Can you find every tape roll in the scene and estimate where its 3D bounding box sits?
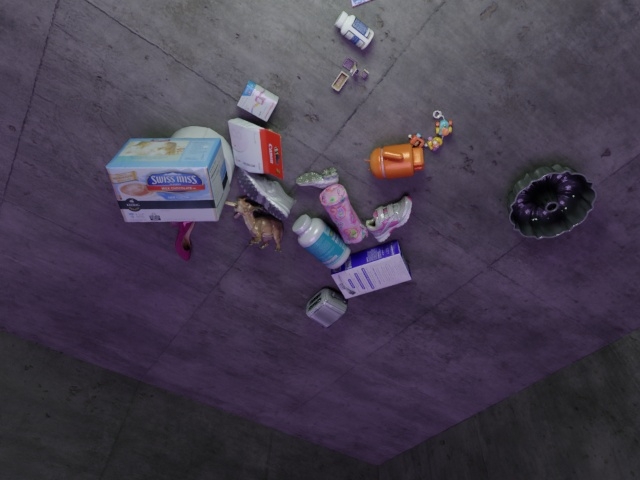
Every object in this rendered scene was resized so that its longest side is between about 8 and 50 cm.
[{"bbox_3d":[-0.482,-0.301,1.677,0.286,0.100,0.286,1,129,1],"label":"tape roll"}]

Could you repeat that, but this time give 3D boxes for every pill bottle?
[{"bbox_3d":[0.107,-0.679,1.371,0.120,0.067,0.067,29,124,-21],"label":"pill bottle"},{"bbox_3d":[0.000,0.000,1.877,0.146,0.146,0.264,-35,121,26],"label":"pill bottle"}]

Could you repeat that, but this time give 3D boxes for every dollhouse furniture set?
[{"bbox_3d":[0.099,-0.550,1.467,0.091,0.081,0.114,28,125,-20],"label":"dollhouse furniture set"}]

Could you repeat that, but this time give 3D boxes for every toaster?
[{"bbox_3d":[0.026,0.346,2.175,0.146,0.129,0.227,33,125,-18],"label":"toaster"}]

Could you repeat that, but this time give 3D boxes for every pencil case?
[{"bbox_3d":[0.102,-0.104,1.783,0.124,0.124,0.284,-19,134,17],"label":"pencil case"}]

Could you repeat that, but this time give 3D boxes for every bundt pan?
[{"bbox_3d":[0.918,-0.168,1.727,0.331,0.124,0.331,1,129,1],"label":"bundt pan"}]

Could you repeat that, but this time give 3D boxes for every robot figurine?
[{"bbox_3d":[0.283,-0.302,1.627,0.219,0.158,0.128,-5,116,15],"label":"robot figurine"}]

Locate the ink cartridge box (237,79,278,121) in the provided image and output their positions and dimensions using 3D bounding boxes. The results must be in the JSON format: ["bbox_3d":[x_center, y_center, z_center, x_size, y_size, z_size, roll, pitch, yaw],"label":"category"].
[{"bbox_3d":[-0.224,-0.502,1.535,0.122,0.052,0.088,25,126,-19],"label":"ink cartridge box"}]

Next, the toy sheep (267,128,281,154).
[{"bbox_3d":[-0.194,-0.361,1.629,0.091,0.091,0.132,0,111,2],"label":"toy sheep"}]

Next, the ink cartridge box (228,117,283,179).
[{"bbox_3d":[-0.242,-0.336,1.587,0.066,0.232,0.189,-31,138,-32],"label":"ink cartridge box"}]

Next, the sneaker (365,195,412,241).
[{"bbox_3d":[0.287,-0.101,1.815,0.111,0.103,0.252,27,124,-21],"label":"sneaker"}]

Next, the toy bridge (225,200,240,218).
[{"bbox_3d":[-0.355,-0.124,1.864,0.188,0.026,0.063,37,119,-25],"label":"toy bridge"}]

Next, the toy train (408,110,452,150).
[{"bbox_3d":[0.418,-0.398,1.604,0.125,0.046,0.166,28,125,-20],"label":"toy train"}]

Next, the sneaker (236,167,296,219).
[{"bbox_3d":[-0.224,-0.210,1.754,0.281,0.115,0.105,44,148,-11],"label":"sneaker"}]

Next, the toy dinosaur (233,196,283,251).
[{"bbox_3d":[-0.238,-0.065,1.857,0.127,0.200,0.296,3,167,42],"label":"toy dinosaur"}]

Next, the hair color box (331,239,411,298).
[{"bbox_3d":[0.237,0.141,2.012,0.339,0.110,0.185,-20,127,15],"label":"hair color box"}]

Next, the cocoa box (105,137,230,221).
[{"bbox_3d":[-0.529,-0.221,1.529,0.347,0.231,0.228,0,129,1],"label":"cocoa box"}]

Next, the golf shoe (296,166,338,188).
[{"bbox_3d":[-0.010,-0.236,1.740,0.176,0.069,0.086,-8,134,10],"label":"golf shoe"}]

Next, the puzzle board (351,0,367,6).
[{"bbox_3d":[0.147,-0.794,1.312,0.128,0.011,0.096,-14,128,12],"label":"puzzle board"}]

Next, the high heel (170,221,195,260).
[{"bbox_3d":[-0.597,-0.010,1.931,0.117,0.082,0.244,3,117,12],"label":"high heel"}]
